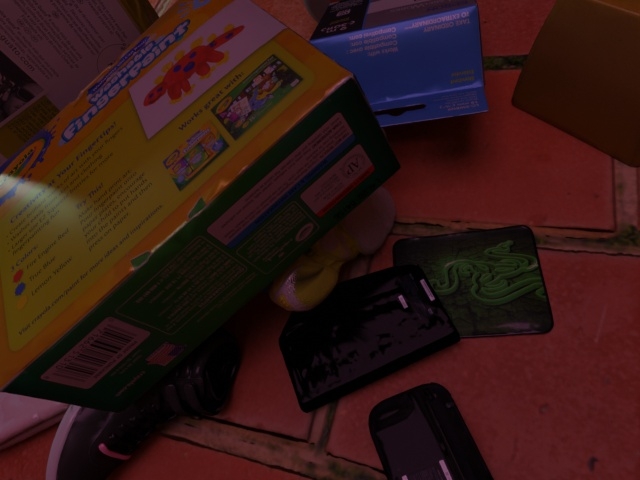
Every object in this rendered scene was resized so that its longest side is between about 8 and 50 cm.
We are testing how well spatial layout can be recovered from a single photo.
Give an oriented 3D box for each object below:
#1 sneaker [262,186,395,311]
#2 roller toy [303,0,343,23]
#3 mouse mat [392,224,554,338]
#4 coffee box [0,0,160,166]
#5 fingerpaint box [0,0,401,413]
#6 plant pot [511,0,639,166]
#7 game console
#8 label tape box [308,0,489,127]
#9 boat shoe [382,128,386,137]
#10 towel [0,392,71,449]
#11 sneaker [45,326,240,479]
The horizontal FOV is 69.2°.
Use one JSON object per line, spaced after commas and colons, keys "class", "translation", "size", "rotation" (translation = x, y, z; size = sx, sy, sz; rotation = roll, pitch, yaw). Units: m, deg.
{"class": "sneaker", "translation": [0.000, 0.000, 0.655], "size": [0.126, 0.091, 0.240], "rotation": [1, 34, 49]}
{"class": "roller toy", "translation": [0.059, -0.498, 0.858], "size": [0.209, 0.191, 0.146], "rotation": [-15, 56, 30]}
{"class": "mouse mat", "translation": [0.192, 0.055, 0.612], "size": [0.190, 0.007, 0.152], "rotation": [-7, 60, 13]}
{"class": "coffee box", "translation": [-0.441, -0.312, 0.791], "size": [0.334, 0.338, 0.337], "rotation": [-30, 46, 2]}
{"class": "fingerpaint box", "translation": [-0.192, -0.080, 0.592], "size": [0.445, 0.163, 0.371], "rotation": [-42, 52, 3]}
{"class": "plant pot", "translation": [0.414, -0.270, 0.615], "size": [0.212, 0.187, 0.212], "rotation": [-41, 57, -8]}
{"class": "game console", "translation": [0.089, 0.202, 0.541], "size": [0.213, 0.044, 0.361], "rotation": [-27, 57, 6]}
{"class": "label tape box", "translation": [0.116, -0.297, 0.710], "size": [0.241, 0.106, 0.333], "rotation": [-5, 38, 15]}
{"class": "boat shoe", "translation": [-0.029, -0.126, 0.735], "size": [0.268, 0.096, 0.088], "rotation": [-1, 65, 19]}
{"class": "towel", "translation": [-0.483, 0.160, 0.745], "size": [0.317, 0.053, 0.331], "rotation": [-28, 56, 2]}
{"class": "sneaker", "translation": [-0.215, 0.216, 0.593], "size": [0.147, 0.104, 0.295], "rotation": [16, 63, 31]}
